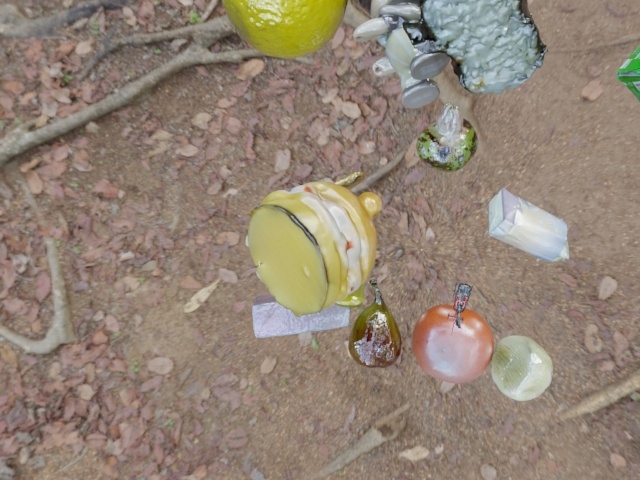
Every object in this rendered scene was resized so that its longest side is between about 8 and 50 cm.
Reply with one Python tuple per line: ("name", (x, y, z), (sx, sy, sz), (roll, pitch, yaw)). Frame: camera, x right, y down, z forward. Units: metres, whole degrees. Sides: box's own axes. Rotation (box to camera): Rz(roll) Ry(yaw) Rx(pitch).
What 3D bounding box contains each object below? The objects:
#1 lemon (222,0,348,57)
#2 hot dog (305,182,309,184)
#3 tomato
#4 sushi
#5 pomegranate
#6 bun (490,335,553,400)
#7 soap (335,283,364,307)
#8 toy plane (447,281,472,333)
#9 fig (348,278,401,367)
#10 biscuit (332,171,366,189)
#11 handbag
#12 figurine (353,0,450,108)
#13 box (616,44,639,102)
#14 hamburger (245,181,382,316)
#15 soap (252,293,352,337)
("lemon", (-0.066, -0.480, 1.022), (0.253, 0.310, 0.254), (-1, 78, 3))
("hot dog", (-0.021, -0.097, 1.660), (0.045, 0.071, 0.165), (14, 109, 53))
("tomato", (0.416, 0.328, 1.693), (0.255, 0.224, 0.256), (2, 95, 26))
("sushi", (0.198, -0.287, 0.701), (0.147, 0.212, 0.115), (-32, 50, 29))
("pomegranate", (0.279, -0.234, 1.190), (0.138, 0.125, 0.163), (-28, 120, -14))
("bun", (0.615, 0.388, 1.624), (0.127, 0.193, 0.179), (21, 106, -24))
("soap", (0.071, 0.134, 1.401), (0.088, 0.140, 0.045), (7, 115, 2))
("toy plane", (0.311, 0.146, 1.192), (0.037, 0.060, 0.145), (13, 125, 12))
("fig", (0.168, 0.257, 1.656), (0.170, 0.145, 0.274), (0, 91, -20))
("biscuit", (0.007, -0.109, 1.360), (0.247, 0.118, 0.029), (-30, 85, 9))
("handbag", (0.433, -0.022, 1.112), (0.173, 0.117, 0.095), (26, 135, -6))
("figurine", (0.162, -0.432, 0.967), (0.203, 0.248, 0.381), (-12, 64, 20))
("box", (0.885, -0.401, 1.323), (0.250, 0.103, 0.180), (34, 101, -20))
("hamburger", (0.000, 0.000, 1.123), (0.236, 0.276, 0.276), (-32, 81, -35))
("soap", (-0.063, 0.210, 1.646), (0.285, 0.296, 0.107), (-8, 91, -3))
